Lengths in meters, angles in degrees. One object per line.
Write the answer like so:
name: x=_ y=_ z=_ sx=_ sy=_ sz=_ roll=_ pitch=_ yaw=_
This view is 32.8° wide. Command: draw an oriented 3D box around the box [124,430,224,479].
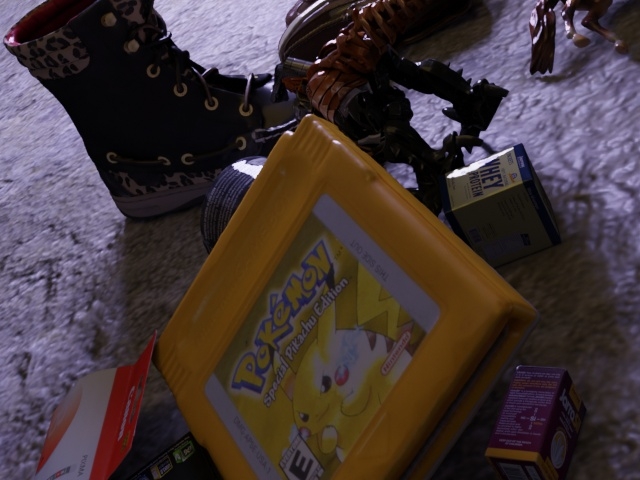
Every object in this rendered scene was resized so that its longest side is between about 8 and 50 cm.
box: x=-0.144 y=0.274 z=0.913 sx=0.191 sy=0.045 sz=0.184 roll=-36 pitch=32 yaw=-1

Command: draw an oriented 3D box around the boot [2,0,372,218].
boot: x=-0.153 y=-0.192 z=1.263 sx=0.377 sy=0.284 sz=0.138 roll=-17 pitch=39 yaw=25

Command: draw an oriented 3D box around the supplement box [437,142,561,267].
supplement box: x=0.162 y=-0.028 z=0.987 sx=0.083 sy=0.083 sz=0.056 roll=-22 pitch=38 yaw=16

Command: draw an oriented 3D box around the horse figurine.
horse figurine: x=0.330 y=-0.275 z=1.162 sx=0.263 sy=0.066 sz=0.174 roll=-22 pitch=44 yaw=12

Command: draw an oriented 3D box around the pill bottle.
pill bottle: x=0.000 y=0.000 z=1.047 sx=0.130 sy=0.130 sz=0.246 roll=-48 pitch=37 yaw=-18

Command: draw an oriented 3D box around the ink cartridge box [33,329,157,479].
ink cartridge box: x=-0.217 y=0.178 z=1.018 sx=0.179 sy=0.045 sz=0.145 roll=-53 pitch=21 yaw=37

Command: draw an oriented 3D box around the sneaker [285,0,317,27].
sneaker: x=0.016 y=-0.370 z=1.526 sx=0.188 sy=0.071 sz=0.066 roll=-39 pitch=35 yaw=-8

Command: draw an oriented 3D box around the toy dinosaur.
toy dinosaur: x=0.052 y=-0.130 z=1.069 sx=0.164 sy=0.218 sz=0.322 roll=-60 pitch=-2 yaw=-10

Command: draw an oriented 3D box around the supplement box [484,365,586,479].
supplement box: x=0.161 y=0.143 z=0.811 sx=0.043 sy=0.055 sz=0.083 roll=-2 pitch=47 yaw=36

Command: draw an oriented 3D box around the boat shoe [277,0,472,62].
boat shoe: x=0.067 y=-0.267 z=1.345 sx=0.257 sy=0.095 sz=0.095 roll=-27 pitch=41 yaw=10

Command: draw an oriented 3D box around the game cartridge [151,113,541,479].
game cartridge: x=-0.006 y=0.080 z=0.884 sx=0.285 sy=0.053 sz=0.323 roll=-58 pitch=43 yaw=14
